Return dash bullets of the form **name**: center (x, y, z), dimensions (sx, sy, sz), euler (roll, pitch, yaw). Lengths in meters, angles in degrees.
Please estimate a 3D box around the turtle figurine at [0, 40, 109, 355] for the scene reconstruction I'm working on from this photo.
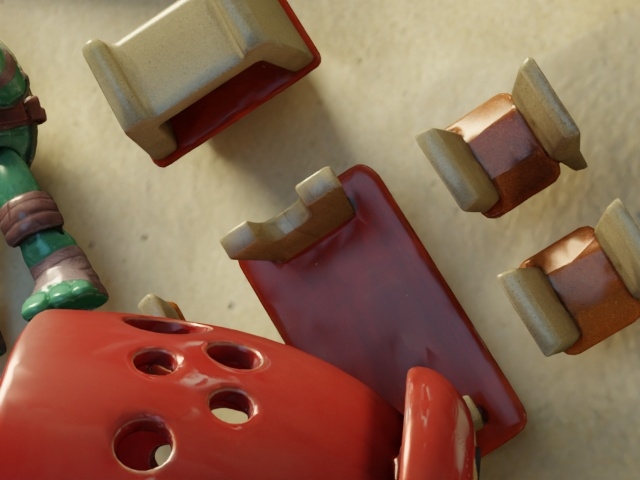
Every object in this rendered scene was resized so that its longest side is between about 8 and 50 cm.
- **turtle figurine**: center (-0.198, -0.057, 0.842), dimensions (0.175, 0.118, 0.234), euler (-31, 78, 43)

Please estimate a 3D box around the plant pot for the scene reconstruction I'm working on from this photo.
- **plant pot**: center (-0.032, 0.127, 0.600), dimensions (0.174, 0.191, 0.191), euler (5, 76, 5)

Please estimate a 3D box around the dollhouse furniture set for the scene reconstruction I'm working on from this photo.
- **dollhouse furniture set**: center (0.000, 0.000, 0.773), dimensions (0.262, 0.135, 0.259), euler (-32, 78, 8)
